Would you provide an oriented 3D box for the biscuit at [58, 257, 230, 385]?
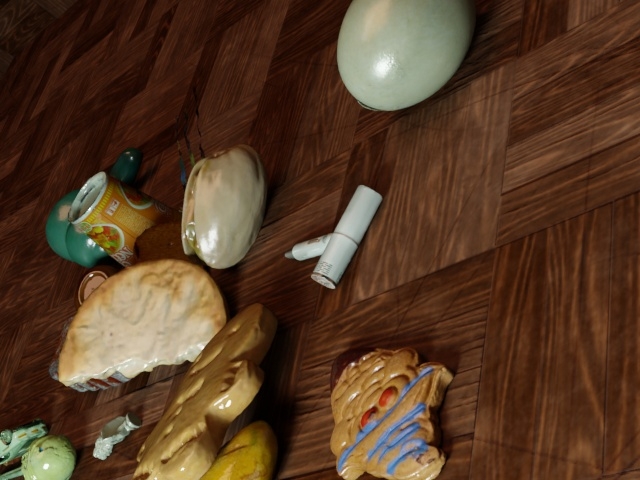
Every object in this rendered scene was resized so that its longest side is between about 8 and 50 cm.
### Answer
[{"bbox_3d":[-0.287,0.126,1.733,0.309,0.040,0.205,-15,55,16],"label":"biscuit"}]

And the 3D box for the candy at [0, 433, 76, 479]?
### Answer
[{"bbox_3d":[-0.527,0.409,1.885,0.335,0.092,0.093,-26,76,52],"label":"candy"}]

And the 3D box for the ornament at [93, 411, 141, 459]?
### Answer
[{"bbox_3d":[-0.336,0.316,1.723,0.092,0.041,0.068,-37,13,44],"label":"ornament"}]

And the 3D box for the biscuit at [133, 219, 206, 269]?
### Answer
[{"bbox_3d":[-0.270,0.023,1.870,0.206,0.126,0.025,-111,25,-56],"label":"biscuit"}]

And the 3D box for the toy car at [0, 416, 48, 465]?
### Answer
[{"bbox_3d":[-0.584,0.391,1.983,0.186,0.058,0.093,-34,-10,33],"label":"toy car"}]

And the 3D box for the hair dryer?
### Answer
[{"bbox_3d":[0.003,-0.007,1.575,0.183,0.044,0.155,2,58,60],"label":"hair dryer"}]

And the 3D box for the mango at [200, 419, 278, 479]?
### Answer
[{"bbox_3d":[-0.112,0.313,1.353,0.165,0.089,0.115,-46,20,8],"label":"mango"}]

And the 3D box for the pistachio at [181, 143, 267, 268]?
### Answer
[{"bbox_3d":[-0.158,-0.059,1.761,0.144,0.144,0.215,9,84,58],"label":"pistachio"}]

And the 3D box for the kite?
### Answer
[{"bbox_3d":[-0.218,-0.120,1.819,0.015,0.285,0.152,5,36,11],"label":"kite"}]

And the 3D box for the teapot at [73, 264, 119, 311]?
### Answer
[{"bbox_3d":[-0.428,0.112,2.052,0.098,0.078,0.129,5,72,13],"label":"teapot"}]

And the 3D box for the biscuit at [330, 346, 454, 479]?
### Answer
[{"bbox_3d":[0.073,0.198,1.258,0.183,0.043,0.280,-48,32,4],"label":"biscuit"}]

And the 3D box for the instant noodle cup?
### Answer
[{"bbox_3d":[-0.371,-0.036,2.002,0.168,0.185,0.168,-36,34,29],"label":"instant noodle cup"}]

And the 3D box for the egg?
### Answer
[{"bbox_3d":[0.129,-0.308,1.557,0.253,0.186,0.186,-56,29,2],"label":"egg"}]

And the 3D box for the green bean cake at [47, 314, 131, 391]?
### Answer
[{"bbox_3d":[-0.376,0.168,1.882,0.232,0.097,0.199,-22,43,44],"label":"green bean cake"}]

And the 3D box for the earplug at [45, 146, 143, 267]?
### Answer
[{"bbox_3d":[-0.456,-0.051,2.222,0.257,0.164,0.280,-21,38,-16],"label":"earplug"}]

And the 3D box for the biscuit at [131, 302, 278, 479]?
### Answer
[{"bbox_3d":[-0.164,0.220,1.471,0.275,0.052,0.355,-38,18,40],"label":"biscuit"}]
